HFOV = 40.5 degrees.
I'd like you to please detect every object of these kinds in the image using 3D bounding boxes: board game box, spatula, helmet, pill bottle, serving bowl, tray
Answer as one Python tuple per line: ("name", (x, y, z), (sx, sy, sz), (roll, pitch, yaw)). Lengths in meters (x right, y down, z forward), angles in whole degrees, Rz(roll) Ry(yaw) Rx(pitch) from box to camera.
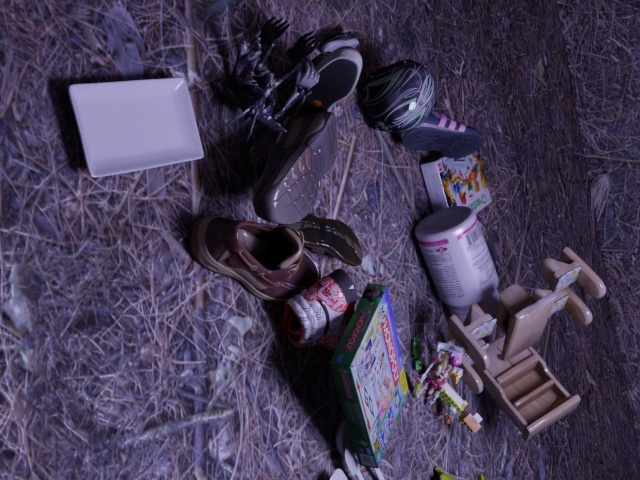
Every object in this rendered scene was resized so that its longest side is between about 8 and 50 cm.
("board game box", (0.381, -0.157, 2.406), (0.305, 0.053, 0.193), (-31, 108, -55))
("spatula", (0.092, 0.504, 1.807), (0.168, 0.019, 0.242), (-62, 139, -42))
("helmet", (0.192, -0.340, 2.057), (0.169, 0.162, 0.169), (13, 72, -46))
("pill bottle", (0.360, 0.069, 2.222), (0.160, 0.160, 0.283), (-49, 122, -50))
("board game box", (0.104, 0.271, 1.725), (0.213, 0.046, 0.317), (-60, 147, -41))
("serving bowl", (0.053, 0.405, 1.789), (0.083, 0.027, 0.083), (4, 85, -61))
("tray", (-0.299, -0.186, 1.410), (0.270, 0.030, 0.145), (-21, 100, -56))

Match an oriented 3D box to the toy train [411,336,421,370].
("toy train", (0.232, 0.275, 2.107), (0.024, 0.017, 0.083), (9, 75, -45))

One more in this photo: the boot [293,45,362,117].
("boot", (0.021, -0.354, 1.772), (0.088, 0.244, 0.176), (22, 58, -14))

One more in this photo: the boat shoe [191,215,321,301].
("boat shoe", (-0.084, 0.031, 1.593), (0.342, 0.123, 0.123), (30, 58, -51))

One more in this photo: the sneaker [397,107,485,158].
("sneaker", (0.308, -0.298, 2.252), (0.319, 0.112, 0.131), (7, 52, -48))

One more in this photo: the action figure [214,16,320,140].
("action figure", (-0.095, -0.318, 1.640), (0.164, 0.141, 0.275), (29, 49, -12))

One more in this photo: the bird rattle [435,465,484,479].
("bird rattle", (0.333, 0.677, 2.108), (0.207, 0.143, 0.253), (-47, 134, -37))

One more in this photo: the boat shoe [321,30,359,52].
("boat shoe", (0.038, -0.452, 1.978), (0.040, 0.049, 0.142), (59, 33, 2))

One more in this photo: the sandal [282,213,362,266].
("sandal", (0.000, 0.000, 1.797), (0.219, 0.060, 0.090), (16, 62, -39))

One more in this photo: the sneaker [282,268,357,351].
("sneaker", (0.001, 0.175, 1.729), (0.145, 0.090, 0.270), (-29, 144, -17))

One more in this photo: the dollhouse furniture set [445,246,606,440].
("dollhouse furniture set", (0.525, 0.285, 2.161), (0.362, 0.256, 0.394), (-28, 149, -17))

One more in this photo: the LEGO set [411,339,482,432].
("LEGO set", (0.295, 0.372, 2.095), (0.107, 0.132, 0.287), (-46, 132, -38))

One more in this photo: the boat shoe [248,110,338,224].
("boat shoe", (-0.068, -0.138, 1.656), (0.355, 0.130, 0.132), (-58, 148, -56))
